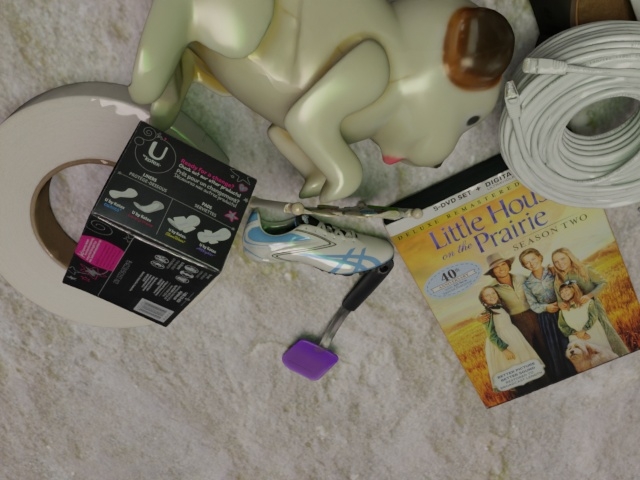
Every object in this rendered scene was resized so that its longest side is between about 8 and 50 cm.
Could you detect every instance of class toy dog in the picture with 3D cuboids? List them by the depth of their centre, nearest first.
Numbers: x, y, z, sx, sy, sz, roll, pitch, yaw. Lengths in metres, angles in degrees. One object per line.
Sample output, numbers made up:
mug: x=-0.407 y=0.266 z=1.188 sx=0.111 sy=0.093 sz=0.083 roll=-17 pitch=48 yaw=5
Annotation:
toy dog: x=0.021 y=-0.232 z=0.864 sx=0.407 sy=0.284 sz=0.396 roll=18 pitch=78 yaw=-9

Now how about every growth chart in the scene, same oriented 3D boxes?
growth chart: x=0.023 y=-0.042 z=0.955 sx=0.237 sy=0.172 sz=0.021 roll=1 pitch=95 yaw=-37

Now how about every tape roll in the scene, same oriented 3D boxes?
tape roll: x=-0.318 y=-0.041 z=1.057 sx=0.391 sy=0.072 sz=0.392 roll=0 pitch=120 yaw=0

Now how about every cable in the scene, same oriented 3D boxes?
cable: x=0.355 y=-0.151 z=0.889 sx=0.256 sy=0.089 sz=0.257 roll=-3 pitch=138 yaw=9

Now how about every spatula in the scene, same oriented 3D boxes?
spatula: x=0.032 y=0.133 z=1.182 sx=0.084 sy=0.030 sz=0.296 roll=28 pitch=116 yaw=-14

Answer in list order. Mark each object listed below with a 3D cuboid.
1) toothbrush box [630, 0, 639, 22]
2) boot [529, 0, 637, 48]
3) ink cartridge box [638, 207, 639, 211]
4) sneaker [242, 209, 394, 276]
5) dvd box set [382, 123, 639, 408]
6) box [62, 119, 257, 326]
toothbrush box: x=0.517 y=-0.299 z=0.795 sx=0.283 sy=0.122 sz=0.206 roll=1 pitch=132 yaw=51
boot: x=0.334 y=-0.323 z=0.893 sx=0.115 sy=0.112 sz=0.305 roll=-24 pitch=125 yaw=-5
ink cartridge box: x=0.671 y=-0.002 z=1.091 sx=0.332 sy=0.065 sz=0.165 roll=32 pitch=115 yaw=-16
sneaker: x=0.000 y=0.000 z=1.077 sx=0.237 sy=0.085 sz=0.086 roll=5 pitch=113 yaw=-7
dvd box set: x=0.323 y=0.061 z=1.125 sx=0.307 sy=0.062 sz=0.421 roll=-25 pitch=117 yaw=12
box: x=-0.209 y=-0.010 z=0.898 sx=0.163 sy=0.142 sz=0.247 roll=26 pitch=150 yaw=-16
